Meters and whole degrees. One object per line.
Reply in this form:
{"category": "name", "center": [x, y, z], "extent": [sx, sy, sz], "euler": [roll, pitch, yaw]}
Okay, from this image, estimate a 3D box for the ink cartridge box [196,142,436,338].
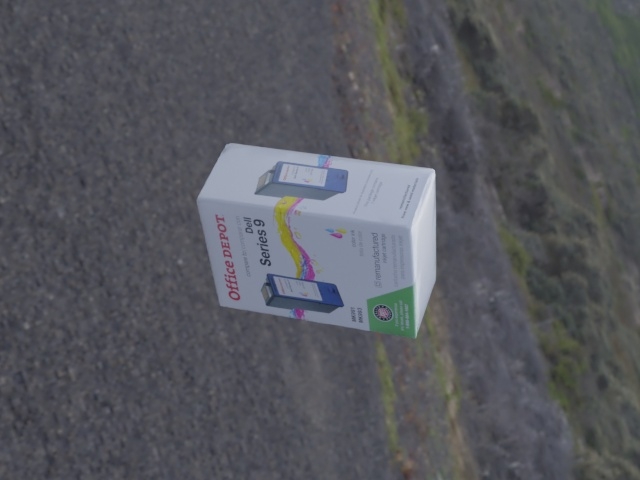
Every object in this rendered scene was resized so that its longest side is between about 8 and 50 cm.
{"category": "ink cartridge box", "center": [0.000, 0.000, 1.108], "extent": [0.154, 0.212, 0.093], "euler": [84, 23, -43]}
